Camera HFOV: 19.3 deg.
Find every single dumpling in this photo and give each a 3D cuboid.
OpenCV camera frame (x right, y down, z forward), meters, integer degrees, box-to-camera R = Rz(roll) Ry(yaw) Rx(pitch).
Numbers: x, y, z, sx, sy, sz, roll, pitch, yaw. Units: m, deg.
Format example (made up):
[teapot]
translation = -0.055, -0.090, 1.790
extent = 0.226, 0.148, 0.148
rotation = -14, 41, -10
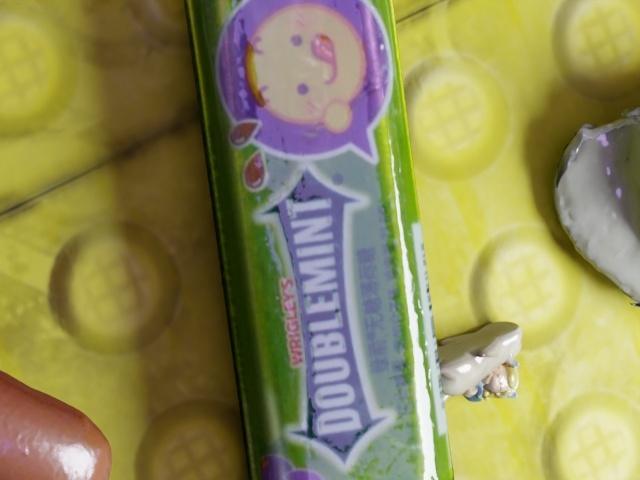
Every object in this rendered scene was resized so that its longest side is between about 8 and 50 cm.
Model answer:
[dumpling]
translation = 0.284, -0.025, 1.270
extent = 0.247, 0.142, 0.172
rotation = -6, 95, 11

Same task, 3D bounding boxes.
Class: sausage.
[sausage]
translation = -0.215, 0.109, 1.131
extent = 0.194, 0.077, 0.077
rotation = 29, 82, -18

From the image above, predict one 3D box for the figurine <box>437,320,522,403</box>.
[figurine]
translation = 0.102, 0.089, 1.259
extent = 0.083, 0.047, 0.050
rotation = -20, 113, -24

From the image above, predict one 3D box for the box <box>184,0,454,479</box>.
[box]
translation = 0.000, 0.000, 1.185
extent = 0.134, 0.097, 0.345
rotation = -7, 95, -10
